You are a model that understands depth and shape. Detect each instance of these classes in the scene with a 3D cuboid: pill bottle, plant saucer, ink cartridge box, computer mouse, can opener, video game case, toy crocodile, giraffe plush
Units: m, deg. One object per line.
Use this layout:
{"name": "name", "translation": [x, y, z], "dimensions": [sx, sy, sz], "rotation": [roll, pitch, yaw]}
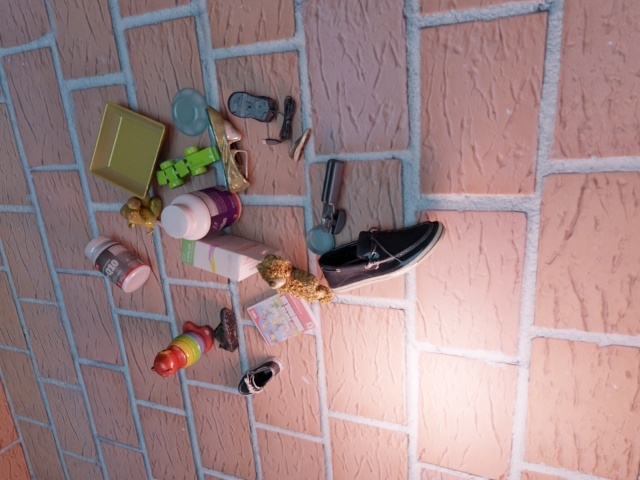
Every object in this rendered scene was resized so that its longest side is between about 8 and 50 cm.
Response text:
{"name": "pill bottle", "translation": [-0.988, 0.109, 2.010], "dimensions": [0.283, 0.161, 0.161], "rotation": [36, 116, 9]}
{"name": "plant saucer", "translation": [0.000, 0.000, 1.643], "dimensions": [0.120, 0.021, 0.119], "rotation": [6, 108, 20]}
{"name": "ink cartridge box", "translation": [-0.367, 0.063, 1.709], "dimensions": [0.354, 0.207, 0.119], "rotation": [16, 106, 18]}
{"name": "computer mouse", "translation": [-0.224, -0.463, 1.576], "dimensions": [0.263, 0.060, 0.183], "rotation": [8, 105, 8]}
{"name": "can opener", "translation": [0.056, -0.160, 1.555], "dimensions": [0.076, 0.095, 0.283], "rotation": [32, 117, 54]}
{"name": "video game case", "translation": [-0.169, 0.333, 1.815], "dimensions": [0.285, 0.025, 0.203], "rotation": [-28, 94, 27]}
{"name": "toy crocodile", "translation": [-0.561, -0.310, 1.746], "dimensions": [0.341, 0.105, 0.115], "rotation": [-21, 96, 22]}
{"name": "plant saucer", "translation": [-0.824, -0.392, 1.805], "dimensions": [0.333, 0.081, 0.332], "rotation": [25, 103, 16]}
{"name": "pill bottle", "translation": [-0.466, -0.109, 1.634], "dimensions": [0.182, 0.323, 0.181], "rotation": [7, 109, 21]}
{"name": "plant saucer", "translation": [-0.546, -0.526, 1.700], "dimensions": [0.195, 0.037, 0.194], "rotation": [6, 108, 20]}
{"name": "giraffe plush", "translation": [-0.832, -0.128, 1.893], "dimensions": [0.171, 0.181, 0.210], "rotation": [9, 144, 31]}

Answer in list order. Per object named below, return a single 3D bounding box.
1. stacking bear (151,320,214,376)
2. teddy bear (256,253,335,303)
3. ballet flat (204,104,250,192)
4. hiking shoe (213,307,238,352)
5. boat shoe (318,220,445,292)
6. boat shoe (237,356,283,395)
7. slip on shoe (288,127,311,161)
{"name": "stacking bear", "translation": [-0.651, 0.521, 1.925], "dimensions": [0.176, 0.289, 0.164], "rotation": [7, 108, 21]}
{"name": "teddy bear", "translation": [-0.096, 0.175, 1.599], "dimensions": [0.245, 0.338, 0.113], "rotation": [13, 70, 32]}
{"name": "ballet flat", "translation": [-0.355, -0.365, 1.638], "dimensions": [0.123, 0.123, 0.347], "rotation": [-8, 102, 25]}
{"name": "hiking shoe", "translation": [-0.456, 0.417, 1.926], "dimensions": [0.114, 0.086, 0.226], "rotation": [2, 107, 19]}
{"name": "boat shoe", "translation": [0.200, 0.041, 1.477], "dimensions": [0.501, 0.186, 0.156], "rotation": [-25, 115, 32]}
{"name": "boat shoe", "translation": [-0.298, 0.654, 1.922], "dimensions": [0.306, 0.105, 0.113], "rotation": [-35, 91, 27]}
{"name": "slip on shoe", "translation": [-0.078, -0.362, 1.550], "dimensions": [0.041, 0.051, 0.135], "rotation": [31, 123, 8]}
